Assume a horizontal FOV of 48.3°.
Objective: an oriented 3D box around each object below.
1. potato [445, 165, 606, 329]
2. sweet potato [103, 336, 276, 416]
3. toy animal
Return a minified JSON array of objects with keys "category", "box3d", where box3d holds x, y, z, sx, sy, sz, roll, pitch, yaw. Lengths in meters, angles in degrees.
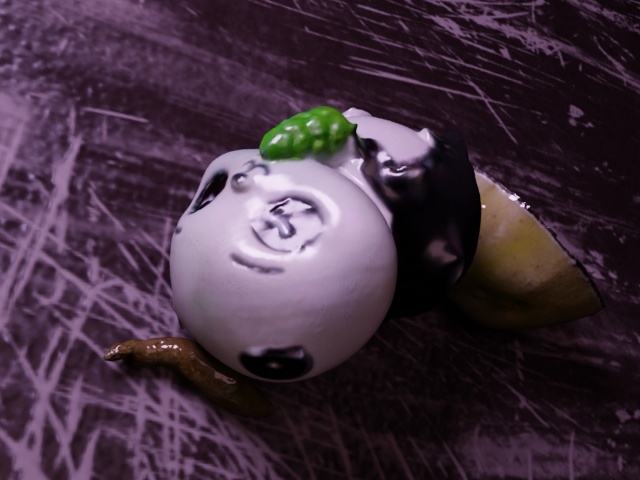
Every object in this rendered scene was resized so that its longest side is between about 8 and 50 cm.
[{"category":"potato","box3d":[0.186,0.031,0.753,0.117,0.182,0.202,-44,118,0]},{"category":"sweet potato","box3d":[-0.102,0.109,0.595,0.153,0.038,0.041,26,35,-17]},{"category":"toy animal","box3d":[0.000,-0.008,0.605,0.266,0.212,0.212,-20,80,-42]}]
